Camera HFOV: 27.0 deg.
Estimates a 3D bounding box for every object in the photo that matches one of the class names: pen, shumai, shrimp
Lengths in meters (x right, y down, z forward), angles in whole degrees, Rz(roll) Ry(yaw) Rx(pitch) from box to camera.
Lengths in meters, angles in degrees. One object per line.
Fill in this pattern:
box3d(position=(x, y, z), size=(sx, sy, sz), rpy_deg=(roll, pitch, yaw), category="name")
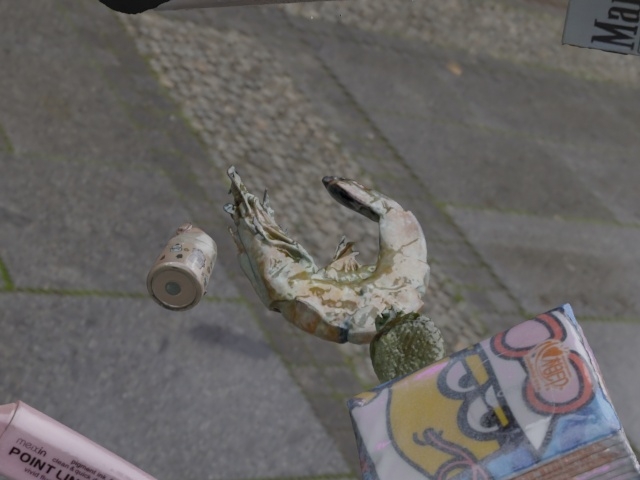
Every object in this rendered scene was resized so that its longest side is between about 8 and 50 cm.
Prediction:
box3d(position=(-0.185, 0.157, 0.942), size=(0.197, 0.053, 0.032), rpy_deg=(31, 11, -17), category="pen")
box3d(position=(0.089, 0.106, 1.336), size=(0.082, 0.083, 0.080), rpy_deg=(12, 10, 12), category="shumai")
box3d(position=(0.000, 0.000, 1.848), size=(0.247, 0.085, 0.360), rpy_deg=(-39, 63, -20), category="shrimp")

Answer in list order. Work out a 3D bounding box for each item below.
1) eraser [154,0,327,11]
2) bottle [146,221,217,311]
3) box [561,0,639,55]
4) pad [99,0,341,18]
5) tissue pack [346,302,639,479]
box3d(position=(-0.037, -0.295, 1.366), size=(0.270, 0.094, 0.174), rpy_deg=(7, 36, 41), category="eraser")
box3d(position=(-0.208, 0.038, 2.076), size=(0.099, 0.099, 0.152), rpy_deg=(27, 30, -6), category="bottle")
box3d(position=(0.355, -0.309, 1.565), size=(0.115, 0.177, 0.036), rpy_deg=(13, 16, 17), category="box")
box3d(position=(-0.045, -0.315, 1.049), size=(0.063, 0.375, 0.314), rpy_deg=(-35, 107, -61), category="pad")
box3d(position=(0.099, 0.117, 0.796), size=(0.065, 0.155, 0.115), rpy_deg=(56, 13, -36), category="tissue pack")
